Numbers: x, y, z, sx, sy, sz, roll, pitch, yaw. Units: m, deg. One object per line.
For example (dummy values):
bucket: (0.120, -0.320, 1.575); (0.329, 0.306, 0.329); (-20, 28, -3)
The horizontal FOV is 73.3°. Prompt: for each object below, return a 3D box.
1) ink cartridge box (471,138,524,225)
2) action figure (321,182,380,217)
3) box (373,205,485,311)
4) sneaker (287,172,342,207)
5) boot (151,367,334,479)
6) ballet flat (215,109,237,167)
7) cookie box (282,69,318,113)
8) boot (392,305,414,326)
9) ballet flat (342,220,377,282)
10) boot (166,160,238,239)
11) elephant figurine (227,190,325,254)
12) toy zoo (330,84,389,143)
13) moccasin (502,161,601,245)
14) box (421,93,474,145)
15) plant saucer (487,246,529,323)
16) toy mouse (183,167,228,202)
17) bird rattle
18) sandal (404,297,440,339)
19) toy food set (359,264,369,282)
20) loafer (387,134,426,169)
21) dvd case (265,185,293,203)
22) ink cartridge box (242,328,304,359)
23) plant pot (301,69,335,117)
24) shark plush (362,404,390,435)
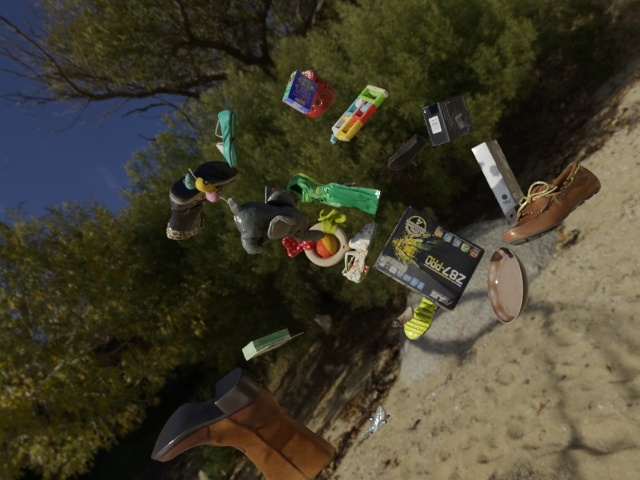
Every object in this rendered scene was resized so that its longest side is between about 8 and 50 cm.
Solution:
ink cartridge box: (0.708, -0.230, 1.671); (0.065, 0.333, 0.165); (-25, 0, 38)
action figure: (0.113, -0.176, 1.658); (0.063, 0.232, 0.137); (-62, -16, -45)
box: (0.481, 0.081, 1.919); (0.318, 0.395, 0.097); (-58, -2, -7)
sneaker: (-0.021, -0.202, 1.908); (0.123, 0.295, 0.109); (-48, -32, -35)
boot: (-0.154, 0.414, 0.859); (0.264, 0.280, 0.096); (-40, 20, 1)
ballet flat: (-0.409, -0.441, 1.867); (0.083, 0.087, 0.247); (-68, -17, -64)
cookie box: (-0.067, -0.495, 1.438); (0.040, 0.092, 0.107); (-8, 62, 57)
boot: (0.342, 0.323, 1.793); (0.087, 0.042, 0.118); (-20, -41, -9)
ballet flat: (0.126, 0.040, 1.451); (0.091, 0.077, 0.241); (-79, 1, -61)
boot: (-0.533, -0.179, 1.914); (0.377, 0.138, 0.284); (-49, -9, -49)
elephant figurine: (-0.121, -0.061, 1.275); (0.239, 0.169, 0.186); (-16, -6, 0)
toy zoo: (0.149, -0.531, 1.838); (0.293, 0.030, 0.192); (-49, 28, 9)
moccasin: (0.687, -0.117, 1.305); (0.380, 0.147, 0.139); (-36, -6, -12)
box: (0.504, -0.475, 1.696); (0.158, 0.156, 0.093); (-26, 11, -29)
plant saucer: (0.768, 0.182, 1.757); (0.310, 0.050, 0.310); (-179, 90, -89)
toy mouse: (-0.347, -0.149, 1.253); (0.143, 0.161, 0.031); (10, 68, 54)
bird rattle: (0.000, 0.000, 1.580); (0.253, 0.207, 0.143); (-35, -5, -3)
sandal: (0.537, 0.358, 2.148); (0.317, 0.126, 0.138); (-56, -38, -2)
toy food set: (0.156, 0.126, 1.620); (0.083, 0.020, 0.082); (-58, 3, -22)
loafer: (0.418, -0.432, 2.104); (0.220, 0.078, 0.080); (-38, -49, 19)
dvd case: (-0.166, -0.175, 1.753); (0.013, 0.119, 0.087); (124, 149, -50)
ink cartridge box: (-0.192, 0.400, 1.711); (0.171, 0.056, 0.235); (-14, -19, -36)
plant pot: (-0.049, -0.758, 2.212); (0.191, 0.191, 0.174); (-49, -49, 8)
shark plush: (0.243, 0.803, 1.906); (0.161, 0.067, 0.073); (-57, -16, 25)
